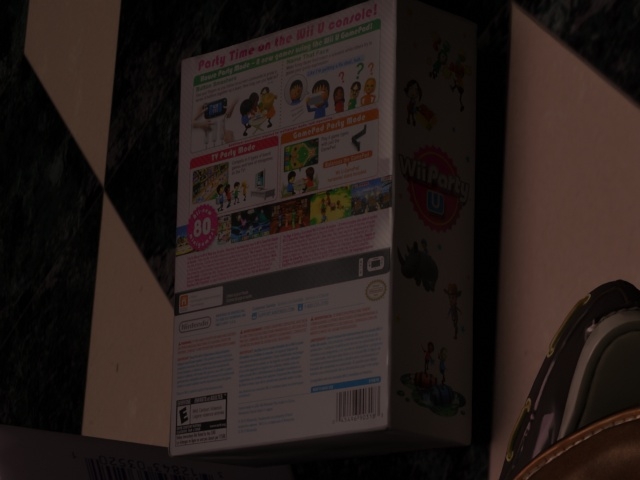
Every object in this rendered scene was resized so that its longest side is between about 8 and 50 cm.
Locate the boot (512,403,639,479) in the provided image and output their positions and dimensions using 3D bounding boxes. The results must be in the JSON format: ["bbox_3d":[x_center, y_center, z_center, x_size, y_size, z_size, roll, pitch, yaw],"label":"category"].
[{"bbox_3d":[0.108,0.205,1.095,0.305,0.115,0.112,-40,84,18],"label":"boot"}]

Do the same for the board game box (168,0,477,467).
[{"bbox_3d":[0.000,0.000,1.386,0.224,0.097,0.303,-11,72,43],"label":"board game box"}]

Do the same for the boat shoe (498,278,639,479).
[{"bbox_3d":[0.151,0.132,1.171,0.068,0.081,0.227,-107,36,-63],"label":"boat shoe"}]

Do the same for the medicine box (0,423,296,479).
[{"bbox_3d":[-0.177,0.303,1.525,0.289,0.264,0.149,-61,32,32],"label":"medicine box"}]
